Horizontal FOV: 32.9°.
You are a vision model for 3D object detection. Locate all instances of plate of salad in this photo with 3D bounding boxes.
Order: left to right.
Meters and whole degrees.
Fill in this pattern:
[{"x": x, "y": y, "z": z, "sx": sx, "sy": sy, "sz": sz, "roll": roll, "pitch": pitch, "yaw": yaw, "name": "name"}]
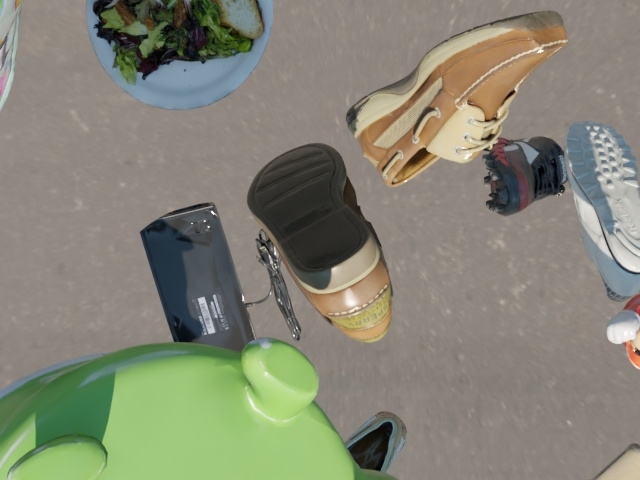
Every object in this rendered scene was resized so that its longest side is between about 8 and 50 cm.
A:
[{"x": -0.145, "y": -0.229, "z": 1.072, "sx": 0.200, "sy": 0.048, "sz": 0.200, "roll": 2, "pitch": 98, "yaw": 14, "name": "plate of salad"}]

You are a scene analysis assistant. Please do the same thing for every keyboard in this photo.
[{"x": -0.125, "y": 0.096, "z": 1.571, "sx": 0.201, "sy": 0.033, "sz": 0.317, "roll": -13, "pitch": 106, "yaw": 9, "name": "keyboard"}]

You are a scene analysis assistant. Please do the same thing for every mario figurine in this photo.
[{"x": 0.599, "y": 0.174, "z": 1.861, "sx": 0.170, "sy": 0.320, "sz": 0.198, "roll": -42, "pitch": 80, "yaw": -8, "name": "mario figurine"}]

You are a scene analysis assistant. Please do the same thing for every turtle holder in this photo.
[{"x": -0.096, "y": 0.165, "z": 0.623, "sx": 0.320, "sy": 0.227, "sz": 0.243, "roll": -42, "pitch": 108, "yaw": -40, "name": "turtle holder"}]

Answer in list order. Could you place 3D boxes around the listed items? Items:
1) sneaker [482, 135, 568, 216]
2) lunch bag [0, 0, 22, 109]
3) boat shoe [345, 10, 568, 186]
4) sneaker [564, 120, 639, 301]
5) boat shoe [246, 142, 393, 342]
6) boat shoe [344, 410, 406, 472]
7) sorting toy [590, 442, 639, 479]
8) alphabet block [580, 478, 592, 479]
[{"x": 0.314, "y": -0.103, "z": 1.648, "sx": 0.135, "sy": 0.276, "sz": 0.097, "roll": -2, "pitch": 104, "yaw": 9, "name": "sneaker"}, {"x": -0.329, "y": -0.195, "z": 0.893, "sx": 0.160, "sy": 0.223, "sz": 0.262, "roll": -9, "pitch": 68, "yaw": -26, "name": "lunch bag"}, {"x": 0.155, "y": -0.147, "z": 1.199, "sx": 0.122, "sy": 0.324, "sz": 0.120, "roll": -17, "pitch": 84, "yaw": -33, "name": "boat shoe"}, {"x": 0.339, "y": -0.041, "z": 1.312, "sx": 0.090, "sy": 0.095, "sz": 0.235, "roll": -3, "pitch": 57, "yaw": -8, "name": "sneaker"}, {"x": 0.000, "y": 0.000, "z": 1.104, "sx": 0.111, "sy": 0.307, "sz": 0.104, "roll": -24, "pitch": 118, "yaw": 5, "name": "boat shoe"}, {"x": 0.034, "y": 0.416, "z": 1.849, "sx": 0.113, "sy": 0.103, "sz": 0.302, "roll": 34, "pitch": 80, "yaw": 13, "name": "boat shoe"}, {"x": 0.407, "y": 0.221, "z": 1.067, "sx": 0.229, "sy": 0.307, "sz": 0.041, "roll": 4, "pitch": 65, "yaw": 1, "name": "sorting toy"}, {"x": 0.364, "y": 0.425, "z": 1.323, "sx": 0.197, "sy": 0.192, "sz": 0.193, "roll": 43, "pitch": 61, "yaw": -9, "name": "alphabet block"}]
